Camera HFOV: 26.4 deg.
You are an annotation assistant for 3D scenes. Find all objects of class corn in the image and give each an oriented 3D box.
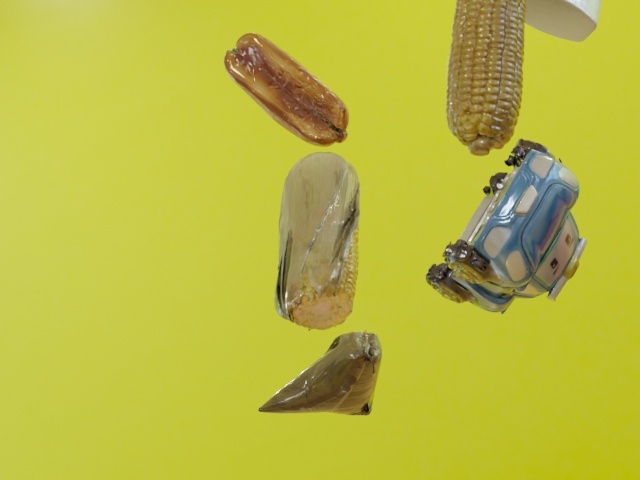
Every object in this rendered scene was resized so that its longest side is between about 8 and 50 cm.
[{"bbox_3d":[0.256,-0.306,2.080,0.120,0.363,0.120,6,-13,1],"label":"corn"},{"bbox_3d":[-0.003,-0.002,2.015,0.123,0.305,0.122,2,-43,-1],"label":"corn"}]

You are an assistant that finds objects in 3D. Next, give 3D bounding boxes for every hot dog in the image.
[{"bbox_3d":[-0.054,-0.246,2.261,0.100,0.249,0.068,-49,-13,4],"label":"hot dog"}]

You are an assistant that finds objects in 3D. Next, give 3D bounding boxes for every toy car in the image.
[{"bbox_3d":[0.261,0.000,1.781,0.198,0.166,0.314,-59,-3,-13],"label":"toy car"}]

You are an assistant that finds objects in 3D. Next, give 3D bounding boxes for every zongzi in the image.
[{"bbox_3d":[-0.001,0.225,2.295,0.204,0.094,0.205,-5,-33,-9],"label":"zongzi"}]

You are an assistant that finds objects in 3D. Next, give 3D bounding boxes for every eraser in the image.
[{"bbox_3d":[0.438,-0.521,2.518,0.104,0.189,0.290,-42,27,54],"label":"eraser"}]
